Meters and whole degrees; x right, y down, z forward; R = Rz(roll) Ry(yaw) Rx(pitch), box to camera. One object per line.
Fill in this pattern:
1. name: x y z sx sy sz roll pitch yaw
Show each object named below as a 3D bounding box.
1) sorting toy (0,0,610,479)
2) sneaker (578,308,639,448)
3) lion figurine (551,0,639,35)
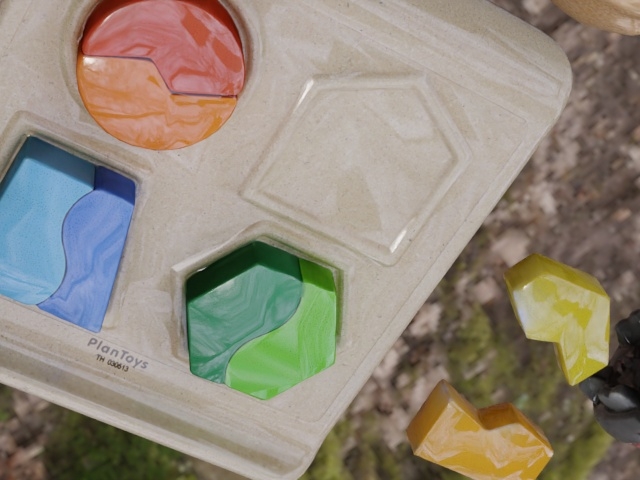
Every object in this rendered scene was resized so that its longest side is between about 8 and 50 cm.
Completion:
1. sorting toy: 0.000 0.000 0.581 0.307 0.041 0.229 25 111 -21
2. sneaker: 0.260 0.068 0.658 0.276 0.135 0.097 -16 -146 32
3. lion figurine: 0.117 -0.204 0.836 0.240 0.392 0.142 -35 135 -34
